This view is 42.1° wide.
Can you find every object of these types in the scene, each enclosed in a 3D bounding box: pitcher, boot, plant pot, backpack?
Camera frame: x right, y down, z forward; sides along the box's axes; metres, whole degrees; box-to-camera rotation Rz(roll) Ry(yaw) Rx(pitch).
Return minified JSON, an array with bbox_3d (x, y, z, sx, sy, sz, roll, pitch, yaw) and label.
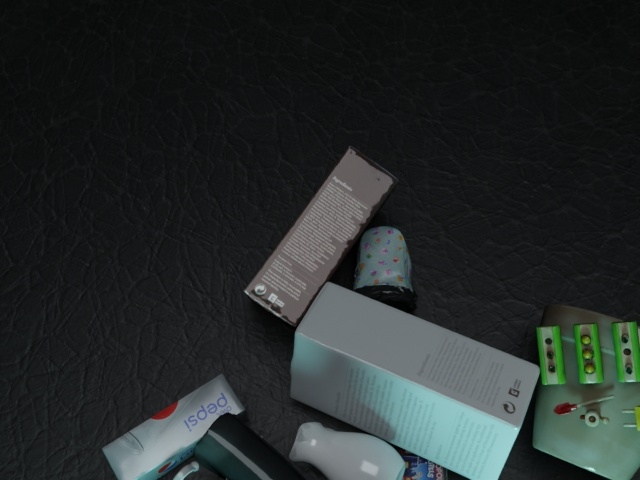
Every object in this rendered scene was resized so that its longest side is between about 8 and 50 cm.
[{"bbox_3d":[0.065,0.429,1.644,0.207,0.178,0.125,21,97,19],"label":"pitcher"},{"bbox_3d":[-0.035,0.473,1.481,0.445,0.367,0.146,44,70,13],"label":"boot"},{"bbox_3d":[0.559,0.313,1.647,0.323,0.323,0.280,20,84,10],"label":"plant pot"},{"bbox_3d":[0.144,0.062,1.851,0.152,0.115,0.182,1,62,5],"label":"backpack"}]

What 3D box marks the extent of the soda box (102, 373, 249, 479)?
[{"bbox_3d":[-0.295,0.398,1.715,0.286,0.091,0.098,-31,68,-13],"label":"soda box"}]

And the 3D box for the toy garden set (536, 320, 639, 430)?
[{"bbox_3d":[0.519,0.250,1.492,0.244,0.049,0.204,-7,89,24],"label":"toy garden set"}]

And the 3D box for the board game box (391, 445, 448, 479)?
[{"bbox_3d":[0.204,0.509,1.655,0.194,0.060,0.194,-1,50,9],"label":"board game box"}]

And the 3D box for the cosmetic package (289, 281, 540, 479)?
[{"bbox_3d":[0.175,0.283,1.651,0.453,0.230,0.161,22,47,14],"label":"cosmetic package"}]

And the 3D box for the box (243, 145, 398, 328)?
[{"bbox_3d":[0.000,0.000,1.793,0.143,0.191,0.381,34,83,2],"label":"box"}]

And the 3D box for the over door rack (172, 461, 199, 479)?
[{"bbox_3d":[-0.228,0.597,1.555,0.239,0.108,0.324,40,116,18],"label":"over door rack"}]

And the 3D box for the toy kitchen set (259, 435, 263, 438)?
[{"bbox_3d":[-0.141,0.450,1.721,0.075,0.068,0.083,-16,76,32],"label":"toy kitchen set"}]
